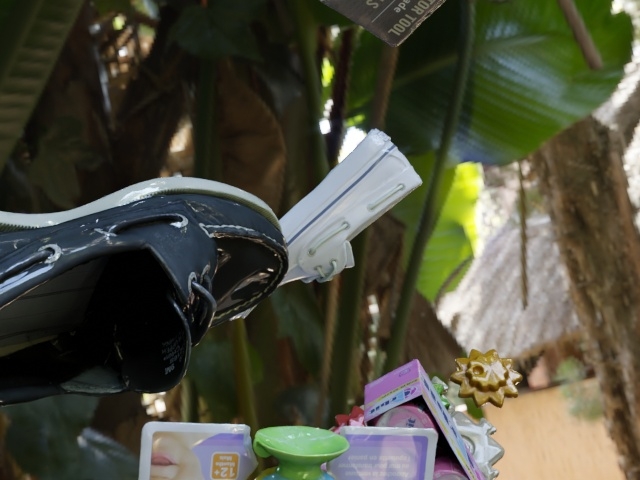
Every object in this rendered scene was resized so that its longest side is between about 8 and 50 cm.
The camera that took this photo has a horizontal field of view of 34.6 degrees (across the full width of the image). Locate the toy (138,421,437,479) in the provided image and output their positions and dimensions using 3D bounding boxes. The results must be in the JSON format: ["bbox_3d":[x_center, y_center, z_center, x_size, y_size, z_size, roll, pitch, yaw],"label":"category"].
[{"bbox_3d":[-0.016,0.201,0.449,0.137,0.237,0.056,4,1,-15],"label":"toy"}]

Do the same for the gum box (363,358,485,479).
[{"bbox_3d":[0.112,0.219,0.971,0.062,0.188,0.107,-29,8,7],"label":"gum box"}]

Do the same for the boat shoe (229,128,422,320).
[{"bbox_3d":[0.000,0.000,0.927,0.226,0.076,0.083,-46,-1,-2],"label":"boat shoe"}]

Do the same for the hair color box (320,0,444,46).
[{"bbox_3d":[0.046,-0.333,0.781,0.110,0.339,0.185,21,-51,-39],"label":"hair color box"}]

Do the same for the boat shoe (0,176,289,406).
[{"bbox_3d":[-0.121,0.039,0.575,0.340,0.113,0.127,3,-55,-53],"label":"boat shoe"}]

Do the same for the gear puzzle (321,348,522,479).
[{"bbox_3d":[0.116,0.227,1.184,0.339,0.175,0.044,-32,-35,-28],"label":"gear puzzle"}]
